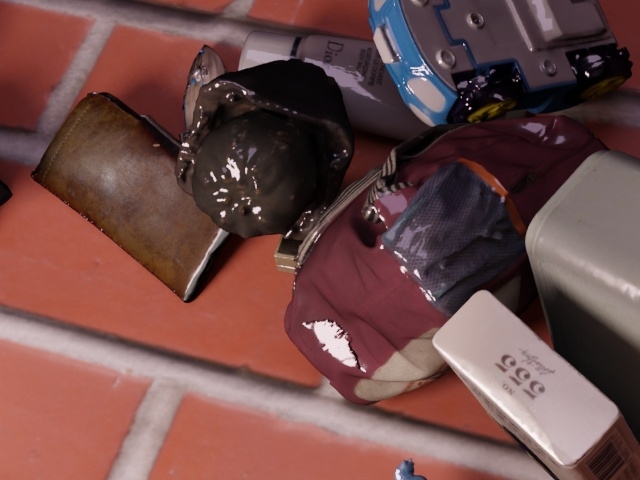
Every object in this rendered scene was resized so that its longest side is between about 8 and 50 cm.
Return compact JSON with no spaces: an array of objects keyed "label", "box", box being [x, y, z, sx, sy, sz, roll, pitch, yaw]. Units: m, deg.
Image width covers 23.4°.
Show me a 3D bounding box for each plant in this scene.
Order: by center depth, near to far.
[{"label":"plant","box":[-0.051,-0.089,1.535,0.164,0.142,0.256,25,29,2]}]

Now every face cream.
[{"label":"face cream","box":[0.068,-0.163,1.673,0.314,0.089,0.143,11,60,4]}]

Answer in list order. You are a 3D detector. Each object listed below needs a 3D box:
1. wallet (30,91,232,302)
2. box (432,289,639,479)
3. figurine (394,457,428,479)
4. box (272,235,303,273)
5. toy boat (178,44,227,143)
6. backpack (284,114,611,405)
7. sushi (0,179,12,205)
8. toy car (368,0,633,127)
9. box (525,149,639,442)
[{"label":"wallet","box":[-0.192,-0.056,1.648,0.255,0.031,0.137,37,99,27]},{"label":"box","box":[0.201,0.154,1.332,0.071,0.259,0.168,-45,60,-4]},{"label":"figurine","box":[0.140,0.259,1.376,0.144,0.114,0.178,-38,51,-15]},{"label":"box","box":[0.000,0.000,1.601,0.079,0.035,0.083,9,60,16]},{"label":"toy boat","box":[-0.121,-0.144,1.703,0.084,0.066,0.210,-20,49,13]},{"label":"backpack","box":[0.132,-0.013,1.453,0.317,0.283,0.197,-40,90,-29]},{"label":"sushi","box":[-0.435,-0.074,1.674,0.172,0.153,0.150,-35,37,14]},{"label":"toy car","box":[0.167,-0.205,1.572,0.314,0.166,0.198,-15,76,-36]},{"label":"box","box":[0.298,0.065,1.350,0.182,0.312,0.175,30,67,34]}]
